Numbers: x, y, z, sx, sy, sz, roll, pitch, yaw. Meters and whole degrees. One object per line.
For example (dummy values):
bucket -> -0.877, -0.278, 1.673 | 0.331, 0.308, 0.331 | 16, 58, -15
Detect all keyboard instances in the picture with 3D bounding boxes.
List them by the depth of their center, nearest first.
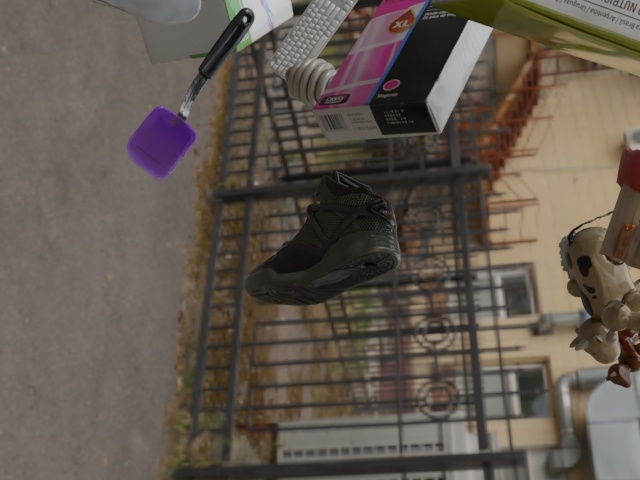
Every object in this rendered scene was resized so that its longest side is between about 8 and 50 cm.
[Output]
keyboard -> -0.001, -0.418, 1.678 | 0.256, 0.072, 0.014 | -54, 170, 6

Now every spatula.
spatula -> -0.184, -0.229, 1.311 | 0.084, 0.030, 0.296 | 38, 77, -31

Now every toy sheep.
toy sheep -> -0.005, -0.268, 1.489 | 0.091, 0.132, 0.091 | -36, 136, -45

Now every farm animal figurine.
farm animal figurine -> 0.494, 0.115, 1.448 | 0.330, 0.172, 0.326 | 102, -30, -76

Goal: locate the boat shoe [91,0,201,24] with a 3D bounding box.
boat shoe -> -0.308, -0.397, 1.325 | 0.084, 0.258, 0.095 | -121, -130, -65

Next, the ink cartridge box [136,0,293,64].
ink cartridge box -> -0.204, -0.456, 1.757 | 0.278, 0.202, 0.117 | -51, 133, -55

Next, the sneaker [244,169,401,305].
sneaker -> 0.000, 0.000, 1.064 | 0.087, 0.228, 0.130 | 27, 51, -36

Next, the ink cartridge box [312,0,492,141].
ink cartridge box -> 0.143, -0.282, 1.237 | 0.371, 0.176, 0.069 | -59, 135, -36

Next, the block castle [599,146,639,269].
block castle -> 0.541, -0.025, 1.039 | 0.453, 0.303, 0.212 | -43, 150, -83

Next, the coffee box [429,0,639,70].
coffee box -> 0.343, -0.341, 0.870 | 0.337, 0.338, 0.334 | -101, -151, -76
